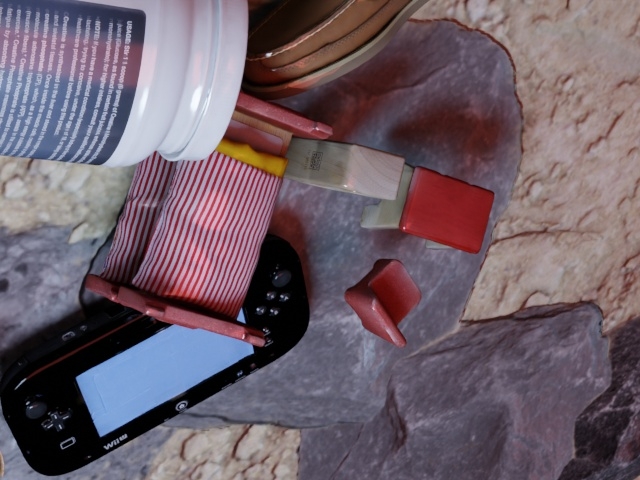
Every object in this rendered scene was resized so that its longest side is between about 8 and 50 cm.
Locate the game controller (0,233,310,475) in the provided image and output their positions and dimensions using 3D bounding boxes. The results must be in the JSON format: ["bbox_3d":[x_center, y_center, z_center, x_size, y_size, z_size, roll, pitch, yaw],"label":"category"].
[{"bbox_3d":[-0.154,0.113,1.348,0.319,0.067,0.166,-28,131,-16],"label":"game controller"}]

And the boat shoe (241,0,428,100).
[{"bbox_3d":[0.039,-0.242,1.225,0.307,0.110,0.104,-38,130,-20],"label":"boat shoe"}]

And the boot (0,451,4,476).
[{"bbox_3d":[-0.313,0.133,1.192,0.073,0.152,0.197,-12,125,-28],"label":"boot"}]

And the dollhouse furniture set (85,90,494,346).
[{"bbox_3d":[0.000,0.000,1.254,0.374,0.152,0.201,16,89,-33],"label":"dollhouse furniture set"}]

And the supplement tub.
[{"bbox_3d":[-0.209,-0.154,1.017,0.272,0.191,0.191,5,116,-24],"label":"supplement tub"}]
